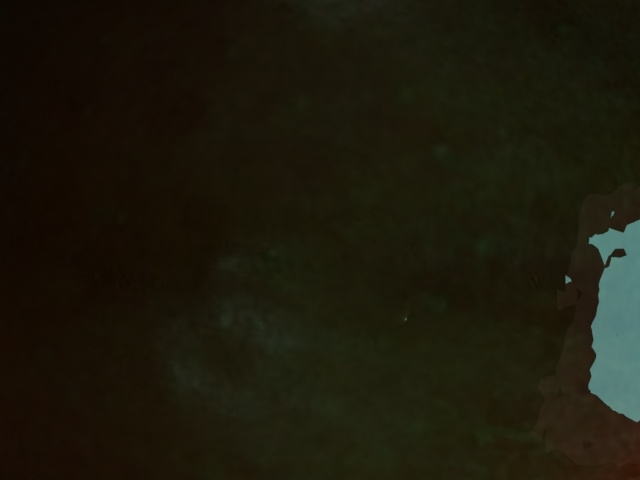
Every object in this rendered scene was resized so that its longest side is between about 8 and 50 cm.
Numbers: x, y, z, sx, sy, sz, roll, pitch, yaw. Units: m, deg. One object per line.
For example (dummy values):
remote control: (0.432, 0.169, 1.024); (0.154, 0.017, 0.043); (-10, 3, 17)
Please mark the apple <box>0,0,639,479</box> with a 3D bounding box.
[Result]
apple: (0.000, 0.000, 0.497); (0.253, 0.253, 0.254); (7, 90, -69)
